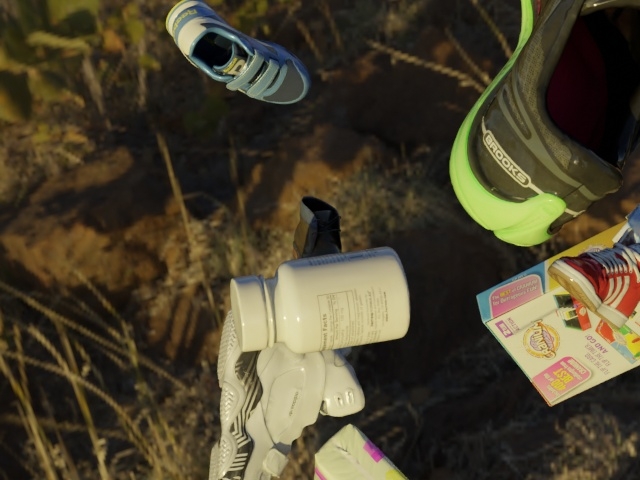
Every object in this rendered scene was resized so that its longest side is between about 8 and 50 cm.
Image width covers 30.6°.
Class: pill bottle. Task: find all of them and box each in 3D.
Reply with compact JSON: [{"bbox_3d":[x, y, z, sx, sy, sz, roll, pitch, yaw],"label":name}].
[{"bbox_3d":[-0.003,0.086,1.606,0.229,0.131,0.131,-8,34,-11],"label":"pill bottle"}]

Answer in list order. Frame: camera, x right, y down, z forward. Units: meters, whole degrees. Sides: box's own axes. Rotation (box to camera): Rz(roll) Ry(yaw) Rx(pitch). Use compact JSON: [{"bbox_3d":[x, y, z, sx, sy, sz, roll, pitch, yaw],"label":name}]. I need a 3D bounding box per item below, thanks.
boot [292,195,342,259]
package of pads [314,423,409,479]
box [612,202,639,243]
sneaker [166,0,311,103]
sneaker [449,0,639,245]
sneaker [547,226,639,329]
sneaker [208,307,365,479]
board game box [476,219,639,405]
[{"bbox_3d":[0.000,0.000,1.991,0.082,0.106,0.219,-6,19,-19],"label":"boot"},{"bbox_3d":[0.113,0.448,1.838,0.101,0.229,0.296,-39,70,-18],"label":"package of pads"},{"bbox_3d":[0.321,-0.032,0.905,0.109,0.178,0.042,45,39,18],"label":"box"},{"bbox_3d":[-0.068,-0.153,1.012,0.144,0.053,0.059,24,20,-30],"label":"sneaker"},{"bbox_3d":[0.281,-0.217,1.136,0.202,0.185,0.482,-19,50,57],"label":"sneaker"},{"bbox_3d":[0.200,0.017,0.798,0.067,0.118,0.042,-50,57,7],"label":"sneaker"},{"bbox_3d":[-0.050,0.282,1.733,0.210,0.365,0.137,5,-5,-11],"label":"sneaker"},{"bbox_3d":[0.436,0.105,1.800,0.317,0.242,0.064,-28,37,17],"label":"board game box"}]
